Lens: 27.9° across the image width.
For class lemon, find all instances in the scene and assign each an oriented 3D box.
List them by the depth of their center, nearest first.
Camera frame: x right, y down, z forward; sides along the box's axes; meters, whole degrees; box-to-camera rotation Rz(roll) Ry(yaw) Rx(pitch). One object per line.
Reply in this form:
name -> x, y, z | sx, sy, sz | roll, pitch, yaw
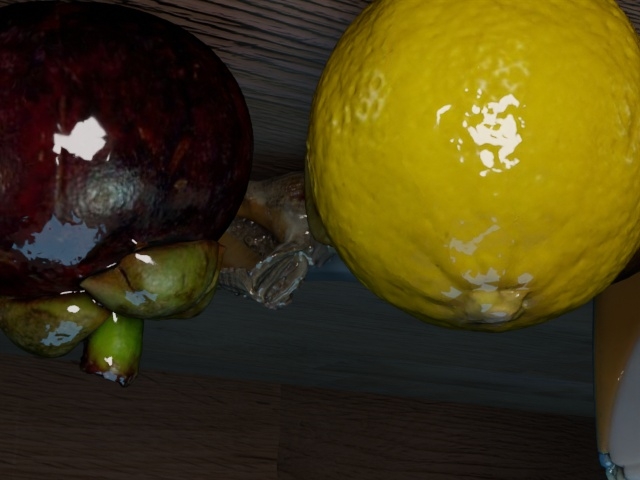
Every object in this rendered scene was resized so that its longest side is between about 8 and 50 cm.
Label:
lemon -> 0.121, -0.072, 0.960 | 0.293, 0.293, 0.293 | 2, 166, 0

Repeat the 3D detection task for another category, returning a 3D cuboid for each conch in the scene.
conch -> -0.077, -0.007, 1.477 | 0.245, 0.163, 0.178 | 15, -162, 19

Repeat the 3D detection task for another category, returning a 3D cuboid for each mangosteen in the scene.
mangosteen -> -0.207, -0.050, 1.069 | 0.300, 0.300, 0.300 | 2, 166, 0

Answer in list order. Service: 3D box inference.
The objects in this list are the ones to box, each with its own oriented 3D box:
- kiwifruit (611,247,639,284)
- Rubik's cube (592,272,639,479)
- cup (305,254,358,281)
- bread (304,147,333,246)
kiwifruit -> 0.247, -0.057, 1.177 | 0.196, 0.196, 0.234 | 3, 166, -6
Rubik's cube -> 0.545, 0.139, 1.570 | 0.347, 0.352, 0.351 | -6, 161, 31
cup -> 0.000, 0.000, 1.614 | 0.129, 0.095, 0.128 | -3, 165, 25
bread -> 0.068, -0.039, 1.406 | 0.103, 0.132, 0.172 | -25, 150, 35
